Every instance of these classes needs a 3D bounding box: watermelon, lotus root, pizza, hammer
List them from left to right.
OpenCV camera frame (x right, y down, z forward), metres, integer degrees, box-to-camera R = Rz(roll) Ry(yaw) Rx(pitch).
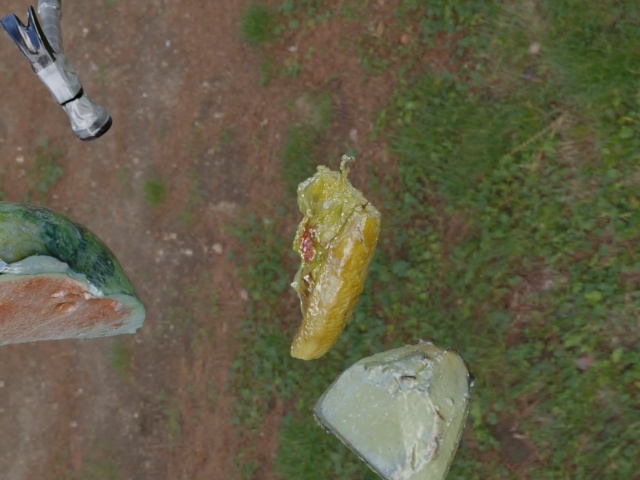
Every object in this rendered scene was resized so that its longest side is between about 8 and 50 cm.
[{"bbox_3d":[-0.335,0.045,1.055,0.224,0.305,0.180,32,115,50],"label":"watermelon"},{"bbox_3d":[-0.332,-0.267,1.163,0.044,0.152,0.427,-31,34,2],"label":"hammer"},{"bbox_3d":[0.000,0.000,1.248,0.287,0.075,0.280,-101,23,-51],"label":"pizza"},{"bbox_3d":[0.074,0.154,0.877,0.143,0.070,0.144,28,72,34],"label":"lotus root"}]
